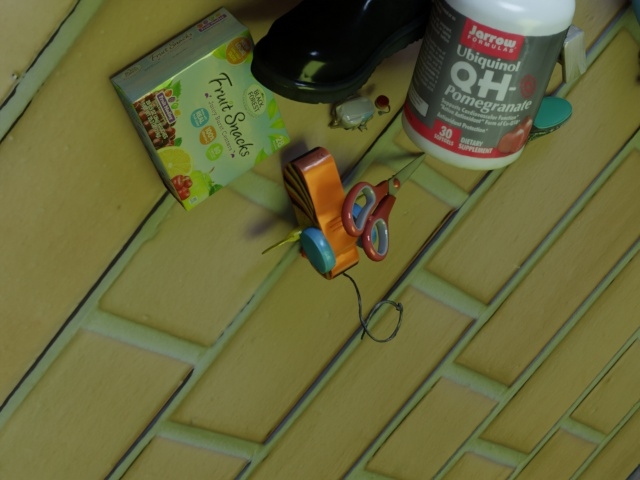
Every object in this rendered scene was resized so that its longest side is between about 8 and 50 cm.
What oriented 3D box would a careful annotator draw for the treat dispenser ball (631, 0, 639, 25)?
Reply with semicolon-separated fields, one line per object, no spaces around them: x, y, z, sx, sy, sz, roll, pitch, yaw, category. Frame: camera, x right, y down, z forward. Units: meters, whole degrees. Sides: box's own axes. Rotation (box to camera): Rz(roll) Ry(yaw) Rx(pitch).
0.625;-0.399;1.752;0.288;0.288;0.288;-23;137;-24;treat dispenser ball

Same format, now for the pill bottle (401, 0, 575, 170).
0.224;-0.264;1.476;0.176;0.176;0.319;-15;137;-31;pill bottle

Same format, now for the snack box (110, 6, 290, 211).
-0.148;-0.165;1.460;0.174;0.070;0.207;-35;142;-13;snack box

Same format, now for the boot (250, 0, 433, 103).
0.049;-0.340;1.386;0.348;0.131;0.260;-43;155;-43;boot

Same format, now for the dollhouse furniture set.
0.261;-0.297;1.608;0.129;0.184;0.129;-34;140;-13;dollhouse furniture set

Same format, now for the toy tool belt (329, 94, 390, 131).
0.055;-0.183;1.647;0.083;0.052;0.051;-20;167;-23;toy tool belt

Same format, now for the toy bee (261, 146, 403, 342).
0.000;0.000;1.701;0.195;0.162;0.298;-9;105;-26;toy bee

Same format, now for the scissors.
0.100;-0.084;1.686;0.109;0.021;0.297;55;39;-24;scissors

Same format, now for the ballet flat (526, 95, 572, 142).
0.330;-0.186;1.877;0.188;0.070;0.070;-20;135;-25;ballet flat
